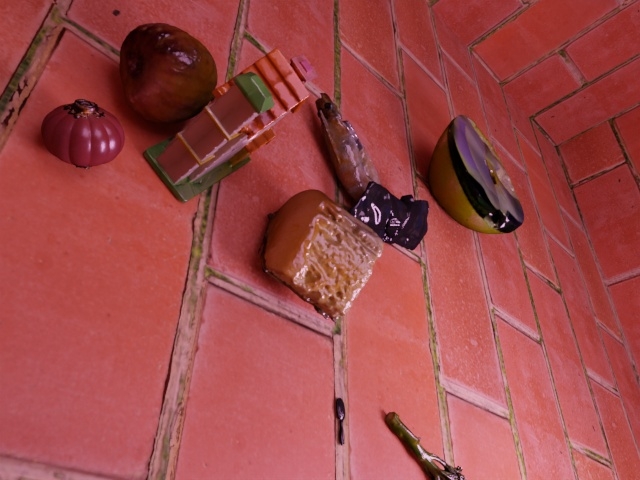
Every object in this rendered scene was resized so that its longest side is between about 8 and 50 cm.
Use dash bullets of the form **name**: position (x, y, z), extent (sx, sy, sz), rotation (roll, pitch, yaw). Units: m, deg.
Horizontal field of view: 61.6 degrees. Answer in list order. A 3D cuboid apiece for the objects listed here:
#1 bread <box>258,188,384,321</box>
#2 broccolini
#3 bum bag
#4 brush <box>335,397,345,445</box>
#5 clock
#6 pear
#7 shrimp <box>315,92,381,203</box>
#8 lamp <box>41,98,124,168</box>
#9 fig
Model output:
- **bread**: position (0.000, 0.000, 0.999), extent (0.204, 0.162, 0.262), rotation (34, 27, -16)
- **broccolini**: position (0.209, 0.413, 1.044), extent (0.216, 0.058, 0.067), rotation (54, 38, -8)
- **bum bag**: position (0.173, -0.055, 1.294), extent (0.310, 0.074, 0.137), rotation (11, 97, -48)
- **brush**: position (0.036, 0.317, 0.942), extent (0.024, 0.008, 0.083), rotation (33, 43, -38)
- **clock**: position (-0.129, -0.198, 0.892), extent (0.106, 0.255, 0.220), rotation (54, 36, -9)
- **pear**: position (0.459, -0.179, 1.680), extent (0.399, 0.165, 0.399), rotation (30, 45, -35)
- **shrimp**: position (0.073, -0.219, 1.322), extent (0.168, 0.077, 0.317), rotation (-17, 85, -62)
- **lamp**: position (-0.330, -0.148, 0.749), extent (0.107, 0.092, 0.107), rotation (14, 30, -8)
- **fig**: position (-0.234, -0.267, 0.938), extent (0.159, 0.159, 0.257), rotation (68, 15, 12)
